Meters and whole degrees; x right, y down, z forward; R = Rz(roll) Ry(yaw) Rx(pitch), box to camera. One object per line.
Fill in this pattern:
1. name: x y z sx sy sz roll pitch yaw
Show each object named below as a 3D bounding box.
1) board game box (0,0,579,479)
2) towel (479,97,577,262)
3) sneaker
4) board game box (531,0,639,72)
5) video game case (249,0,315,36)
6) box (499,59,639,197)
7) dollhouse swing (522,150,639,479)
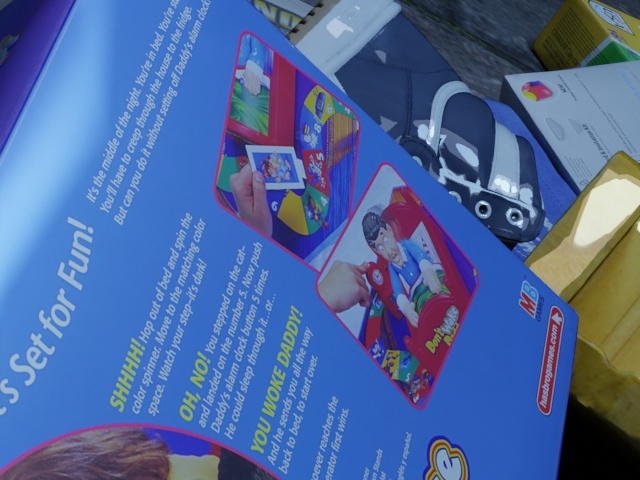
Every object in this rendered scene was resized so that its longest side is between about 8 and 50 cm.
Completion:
1. board game box: -0.044 0.093 0.505 0.233 0.078 0.347 42 41 -25
2. towel: 0.045 -0.057 1.111 0.336 0.040 0.243 16 31 -36
3. sneaker: 0.000 0.000 0.818 0.153 0.099 0.282 43 51 -3
4. board game box: 0.353 -0.073 1.495 0.316 0.064 0.242 16 32 -36
5. video game case: -0.039 -0.088 0.995 0.275 0.035 0.248 24 26 -19
6. box: 0.243 -0.077 1.297 0.186 0.038 0.145 -8 42 -17
7. dollhouse swing: 0.307 0.045 0.912 0.347 0.305 0.315 40 -2 8
